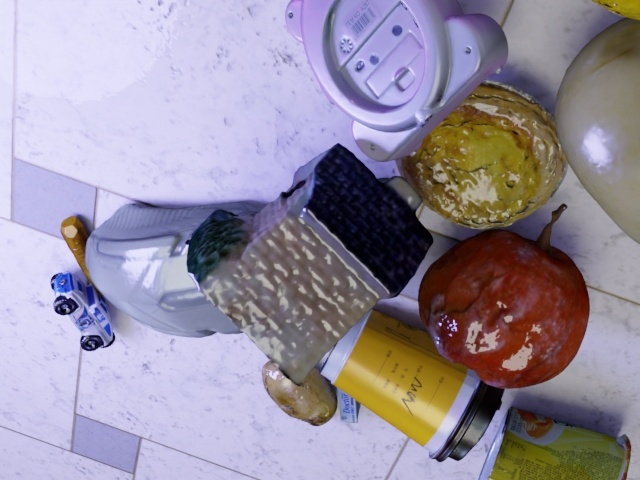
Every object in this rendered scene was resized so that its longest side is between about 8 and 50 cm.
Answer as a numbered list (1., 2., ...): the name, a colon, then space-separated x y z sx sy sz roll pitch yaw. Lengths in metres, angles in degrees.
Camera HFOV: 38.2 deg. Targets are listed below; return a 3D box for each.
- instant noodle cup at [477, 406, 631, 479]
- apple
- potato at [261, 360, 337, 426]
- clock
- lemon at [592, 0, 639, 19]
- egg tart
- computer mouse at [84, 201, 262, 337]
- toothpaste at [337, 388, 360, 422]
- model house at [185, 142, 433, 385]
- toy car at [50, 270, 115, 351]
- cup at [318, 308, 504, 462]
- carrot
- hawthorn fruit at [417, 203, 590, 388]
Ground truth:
1. instant noodle cup: 0.374 0.412 1.552 0.200 0.264 0.264 21 133 11
2. apple: 0.419 -0.132 1.059 0.254 0.292 0.292 -31 115 31
3. potato: -0.036 0.273 1.669 0.107 0.080 0.170 -23 119 18
4. clock: 0.080 -0.245 1.128 0.248 0.090 0.227 54 129 10
5. lemon: 0.338 -0.359 0.888 0.258 0.258 0.310 -3 130 20
6. egg tart: 0.214 -0.123 1.238 0.234 0.094 0.234 11 134 11
7. computer mouse: -0.201 0.058 1.492 0.429 0.145 0.228 -3 126 18
8. toothpaste: 0.048 0.254 1.647 0.034 0.046 0.164 3 130 11
9. model house: 0.002 0.002 1.251 0.284 0.298 0.243 -39 101 6
10. toy car: -0.420 0.129 1.661 0.070 0.080 0.170 -25 131 -2
11. cup: 0.147 0.227 1.506 0.280 0.196 0.196 28 133 3
12. carrot: -0.402 0.030 1.605 0.042 0.042 0.170 -3 131 20
13. hawthorn fruit: 0.277 0.068 1.307 0.242 0.242 0.271 32 104 -10
